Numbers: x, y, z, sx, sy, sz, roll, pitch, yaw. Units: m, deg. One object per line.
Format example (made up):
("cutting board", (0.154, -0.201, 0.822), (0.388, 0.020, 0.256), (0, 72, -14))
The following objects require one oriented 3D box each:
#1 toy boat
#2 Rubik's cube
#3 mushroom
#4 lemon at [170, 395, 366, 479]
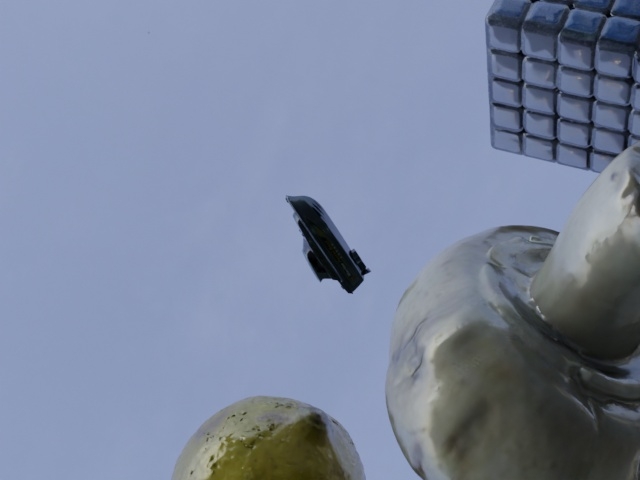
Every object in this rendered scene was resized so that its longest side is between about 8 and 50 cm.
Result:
("toy boat", (0.000, 0.000, 1.227), (0.060, 0.055, 0.141), (-34, -71, 1))
("Rubik's cube", (0.354, -0.246, 1.284), (0.236, 0.238, 0.237), (17, -122, 24))
("mushroom", (0.218, 0.078, 0.845), (0.314, 0.314, 0.336), (16, -47, -12))
("lemon", (-0.064, 0.328, 1.269), (0.257, 0.258, 0.310), (13, -63, -12))
